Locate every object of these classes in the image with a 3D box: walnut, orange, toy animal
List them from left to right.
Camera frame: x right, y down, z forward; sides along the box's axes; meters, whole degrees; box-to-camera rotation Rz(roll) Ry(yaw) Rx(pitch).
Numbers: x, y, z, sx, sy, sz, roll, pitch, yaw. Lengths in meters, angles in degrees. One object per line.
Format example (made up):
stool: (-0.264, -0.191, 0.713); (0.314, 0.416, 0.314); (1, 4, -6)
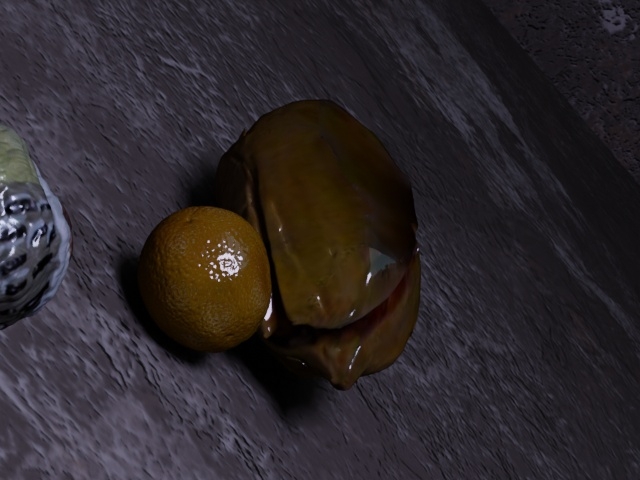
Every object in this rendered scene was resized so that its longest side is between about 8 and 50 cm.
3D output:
toy animal: (-0.157, 0.011, 0.773); (0.098, 0.098, 0.137); (42, 38, -31)
orange: (-0.063, 0.022, 0.997); (0.085, 0.085, 0.085); (46, 20, -22)
walnut: (0.000, 0.000, 1.108); (0.137, 0.137, 0.245); (39, 21, -38)
